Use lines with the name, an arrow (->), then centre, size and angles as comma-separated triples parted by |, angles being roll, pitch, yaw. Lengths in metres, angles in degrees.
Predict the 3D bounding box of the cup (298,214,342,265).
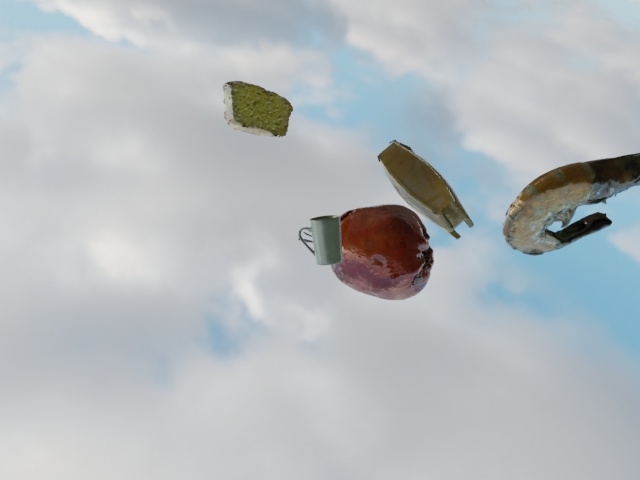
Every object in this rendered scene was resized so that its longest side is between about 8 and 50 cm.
cup -> 0.002, 0.000, 1.517 | 0.075, 0.083, 0.054 | -7, -172, -11

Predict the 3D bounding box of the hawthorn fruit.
hawthorn fruit -> 0.100, 0.018, 1.872 | 0.299, 0.211, 0.211 | 6, -155, 6

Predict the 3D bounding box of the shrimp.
shrimp -> 0.609, -0.083, 1.929 | 0.445, 0.272, 0.085 | -18, -130, -11

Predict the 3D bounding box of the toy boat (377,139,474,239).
toy boat -> 0.151, -0.076, 1.263 | 0.072, 0.064, 0.206 | 43, -172, -49

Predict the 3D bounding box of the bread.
bread -> -0.145, -0.288, 1.898 | 0.065, 0.103, 0.187 | 6, 179, 43
